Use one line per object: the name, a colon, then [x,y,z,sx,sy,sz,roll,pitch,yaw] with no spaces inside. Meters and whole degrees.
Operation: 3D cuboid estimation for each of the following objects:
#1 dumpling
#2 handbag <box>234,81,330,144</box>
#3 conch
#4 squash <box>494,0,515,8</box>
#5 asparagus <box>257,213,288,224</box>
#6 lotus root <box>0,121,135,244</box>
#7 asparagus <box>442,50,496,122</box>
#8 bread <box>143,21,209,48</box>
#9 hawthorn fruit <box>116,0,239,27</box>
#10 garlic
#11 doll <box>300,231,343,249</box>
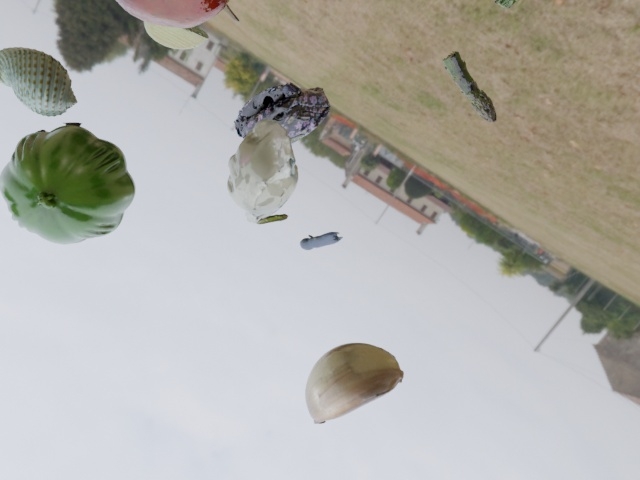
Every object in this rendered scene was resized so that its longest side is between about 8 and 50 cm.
dumpling: [-0.100,-0.110,0.716,0.108,0.188,0.127,-22,-114,-38]
handbag: [-0.099,-0.318,1.162,0.207,0.228,0.127,-22,-92,-54]
conch: [-0.325,-0.188,0.525,0.056,0.076,0.085,-4,160,31]
squash: [0.391,-0.515,0.775,0.069,0.258,0.069,6,-121,-11]
asparagus: [-0.151,-0.069,1.419,0.108,0.025,0.021,-9,-159,-13]
lotus root: [-0.362,-0.069,0.631,0.186,0.186,0.186,31,-167,-8]
asparagus: [0.281,-0.279,0.840,0.165,0.036,0.030,40,-173,-26]
bread: [-0.453,-0.636,1.385,0.192,0.112,0.036,8,-111,-42]
hawthorn fruit: [-0.309,-0.595,1.003,0.330,0.287,0.287,25,-166,-43]
garlic: [0.037,0.256,0.827,0.115,0.206,0.128,59,-166,13]
doll: [0.000,0.000,1.130,0.037,0.125,0.027,51,-139,-32]
